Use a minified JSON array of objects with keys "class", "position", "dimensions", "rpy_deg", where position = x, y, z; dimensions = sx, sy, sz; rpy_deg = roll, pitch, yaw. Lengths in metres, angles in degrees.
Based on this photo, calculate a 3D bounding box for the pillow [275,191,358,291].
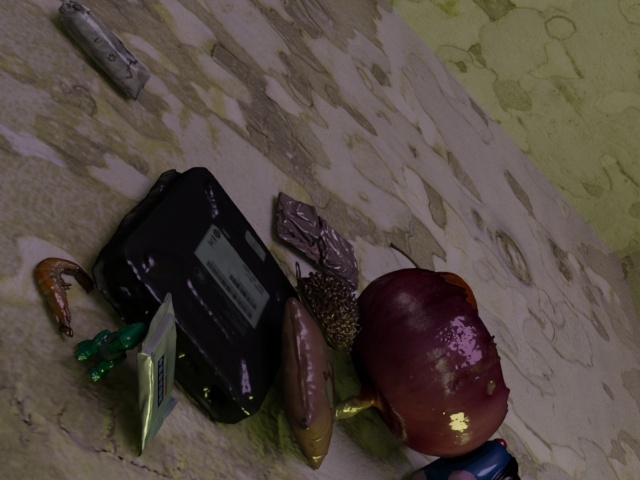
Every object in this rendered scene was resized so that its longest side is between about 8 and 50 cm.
[{"class":"pillow","position":[0.000,0.000,1.650],"dimensions":[0.248,0.049,0.135],"rpy_deg":[39,31,-35]}]

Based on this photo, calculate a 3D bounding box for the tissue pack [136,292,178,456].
[{"class":"tissue pack","position":[-0.224,0.183,1.072],"dimensions":[0.122,0.026,0.193],"rpy_deg":[-73,170,-61]}]

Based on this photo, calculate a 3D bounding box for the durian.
[{"class":"durian","position":[0.016,0.108,1.374],"dimensions":[0.188,0.091,0.148],"rpy_deg":[54,-6,15]}]

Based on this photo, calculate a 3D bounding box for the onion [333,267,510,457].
[{"class":"onion","position":[0.167,0.223,1.461],"dimensions":[0.345,0.358,0.358],"rpy_deg":[2,51,-6]}]

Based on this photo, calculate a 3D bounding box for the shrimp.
[{"class":"shrimp","position":[-0.348,0.079,1.089],"dimensions":[0.091,0.025,0.127],"rpy_deg":[13,50,-53]}]

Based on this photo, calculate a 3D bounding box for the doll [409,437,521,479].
[{"class":"doll","position":[0.334,0.541,1.474],"dimensions":[0.240,0.284,0.309],"rpy_deg":[-24,87,-17]}]

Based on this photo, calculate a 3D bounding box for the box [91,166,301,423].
[{"class":"box","position":[-0.174,0.074,1.277],"dimensions":[0.359,0.091,0.350],"rpy_deg":[54,29,-19]}]

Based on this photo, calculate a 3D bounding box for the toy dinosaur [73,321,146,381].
[{"class":"toy dinosaur","position":[-0.274,0.140,1.065],"dimensions":[0.059,0.096,0.132],"rpy_deg":[57,-1,-6]}]

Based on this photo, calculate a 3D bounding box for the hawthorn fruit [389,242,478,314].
[{"class":"hawthorn fruit","position":[0.262,0.112,1.870],"dimensions":[0.165,0.165,0.285],"rpy_deg":[21,31,-47]}]

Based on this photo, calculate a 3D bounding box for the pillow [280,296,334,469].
[{"class":"pillow","position":[-0.020,0.238,1.292],"dimensions":[0.236,0.084,0.223],"rpy_deg":[74,11,-56]}]

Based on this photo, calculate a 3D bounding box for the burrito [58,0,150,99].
[{"class":"burrito","position":[-0.379,-0.338,1.381],"dimensions":[0.203,0.064,0.064],"rpy_deg":[48,32,-19]}]
